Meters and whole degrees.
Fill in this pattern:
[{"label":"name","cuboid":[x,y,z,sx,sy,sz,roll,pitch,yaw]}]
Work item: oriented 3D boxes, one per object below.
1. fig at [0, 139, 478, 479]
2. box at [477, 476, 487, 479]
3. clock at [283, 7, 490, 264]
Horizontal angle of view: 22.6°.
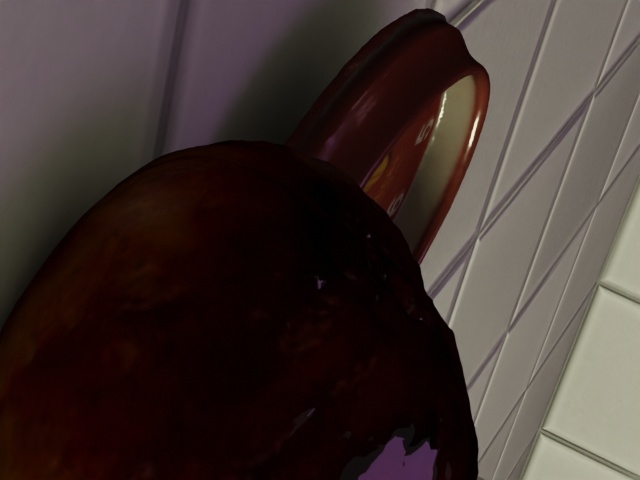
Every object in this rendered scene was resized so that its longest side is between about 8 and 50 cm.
[{"label":"fig","cuboid":[-0.046,0.086,0.728,0.263,0.224,0.224,-54,163,-14]},{"label":"box","cuboid":[0.006,0.241,0.900,0.145,0.173,0.333,-68,173,24]},{"label":"clock","cuboid":[0.000,0.000,1.003,0.318,0.080,0.318,-53,166,-20]}]
